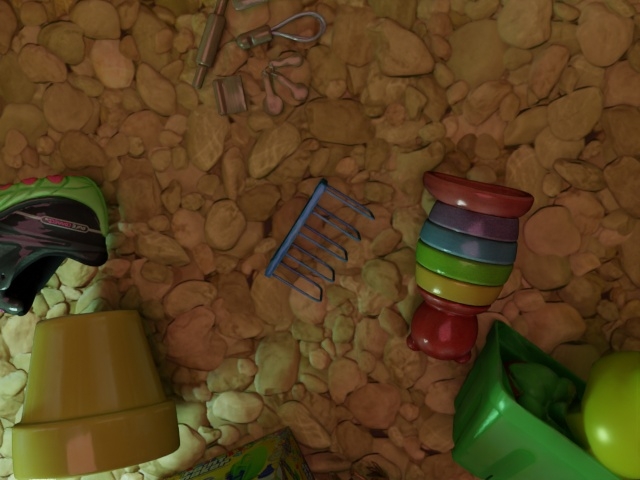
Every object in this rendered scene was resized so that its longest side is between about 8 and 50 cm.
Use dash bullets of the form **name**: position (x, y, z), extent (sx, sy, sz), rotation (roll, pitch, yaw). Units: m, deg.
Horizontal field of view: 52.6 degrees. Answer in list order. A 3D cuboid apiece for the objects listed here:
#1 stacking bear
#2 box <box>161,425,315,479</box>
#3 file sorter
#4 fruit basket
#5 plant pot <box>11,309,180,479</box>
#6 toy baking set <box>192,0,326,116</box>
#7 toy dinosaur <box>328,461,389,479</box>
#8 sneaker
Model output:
- **stacking bear**: position (0.221, 0.052, 1.033), extent (0.176, 0.164, 0.288), rotation (13, 103, 2)
- **box**: position (-0.158, 0.485, 1.047), extent (0.290, 0.279, 0.177), rotation (-25, 95, 6)
- **file sorter**: position (0.000, 0.000, 1.055), extent (0.105, 0.118, 0.170), rotation (32, 98, -4)
- **fruit basket**: position (0.424, 0.266, 0.975), extent (0.392, 0.283, 0.391), rotation (4, 110, 12)
- **plant pot**: position (-0.369, 0.241, 1.059), extent (0.254, 0.254, 0.238), rotation (-8, 82, 5)
- **toy baking set**: position (-0.099, -0.322, 1.066), extent (0.197, 0.030, 0.256), rotation (15, 99, -1)
- **toy dinosaur**: position (0.112, 0.438, 1.106), extent (0.212, 0.112, 0.064), rotation (11, 97, 2)
- **sneaker**: position (-0.575, 0.048, 1.067), extent (0.483, 0.185, 0.202), rotation (-20, 92, 7)
